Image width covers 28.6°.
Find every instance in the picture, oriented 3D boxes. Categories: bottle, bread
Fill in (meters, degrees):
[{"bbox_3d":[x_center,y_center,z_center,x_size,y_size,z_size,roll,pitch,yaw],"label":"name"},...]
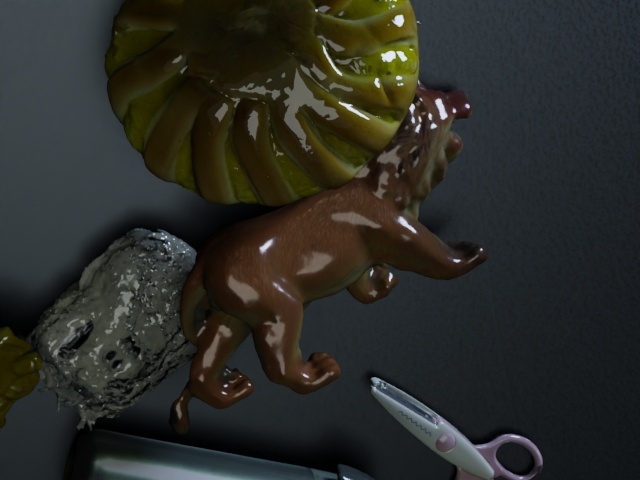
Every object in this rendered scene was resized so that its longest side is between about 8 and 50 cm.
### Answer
[{"bbox_3d":[-0.069,0.199,0.970,0.254,0.079,0.096,14,118,-14],"label":"bottle"},{"bbox_3d":[-0.040,-0.121,0.836,0.213,0.105,0.213,0,80,2],"label":"bread"}]

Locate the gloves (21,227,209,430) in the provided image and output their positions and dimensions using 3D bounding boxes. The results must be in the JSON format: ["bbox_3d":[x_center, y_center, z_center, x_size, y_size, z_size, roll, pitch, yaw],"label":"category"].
[{"bbox_3d":[-0.140,0.066,0.922,0.153,0.070,0.114,-43,109,3],"label":"gloves"}]

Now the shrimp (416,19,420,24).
[{"bbox_3d":[0.016,-0.175,0.909,0.114,0.023,0.083,-3,104,-4],"label":"shrimp"}]

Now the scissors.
[{"bbox_3d":[0.104,0.164,1.027,0.176,0.022,0.085,39,98,-22],"label":"scissors"}]

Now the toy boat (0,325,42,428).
[{"bbox_3d":[-0.349,0.122,0.881,0.318,0.099,0.141,-16,106,-7],"label":"toy boat"}]

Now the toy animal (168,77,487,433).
[{"bbox_3d":[0.000,0.000,0.904,0.312,0.097,0.157,-35,112,-18],"label":"toy animal"}]
